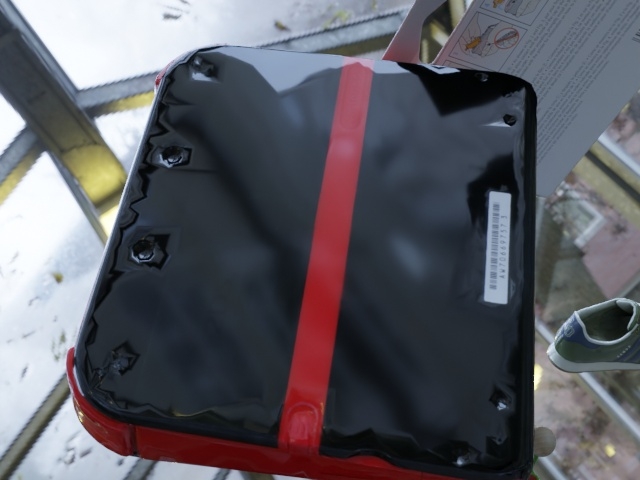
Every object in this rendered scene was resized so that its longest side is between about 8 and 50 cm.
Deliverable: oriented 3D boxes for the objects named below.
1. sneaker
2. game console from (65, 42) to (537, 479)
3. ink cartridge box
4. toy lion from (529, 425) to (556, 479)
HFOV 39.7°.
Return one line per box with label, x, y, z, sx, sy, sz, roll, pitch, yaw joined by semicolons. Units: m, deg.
sneaker;0.369;0.106;1.046;0.192;0.064;0.086;-6;-43;-10
game console;0.000;0.000;0.718;0.342;0.386;0.060;7;-32;3
ink cartridge box;0.192;-0.192;0.853;0.261;0.066;0.296;15;-49;-21
toy lion;0.128;0.172;0.684;0.096;0.100;0.034;-56;-2;-11
